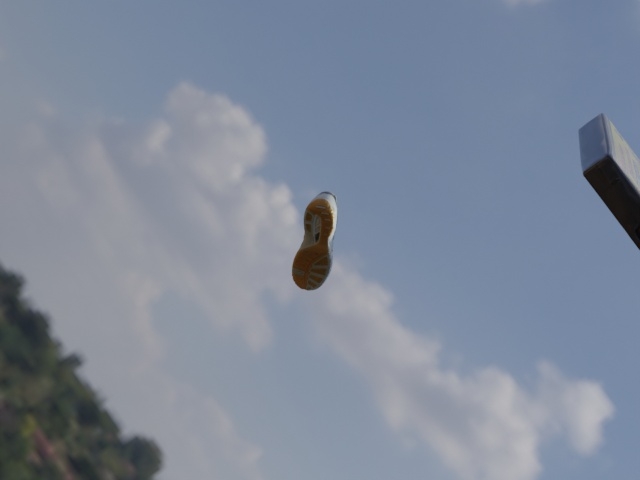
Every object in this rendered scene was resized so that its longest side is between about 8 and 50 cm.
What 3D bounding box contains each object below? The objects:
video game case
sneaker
[{"bbox_3d":[0.322,0.007,1.614,0.248,0.035,0.275,53,13,-5],"label":"video game case"},{"bbox_3d":[0.000,0.000,1.394,0.037,0.032,0.083,-62,168,-61],"label":"sneaker"}]
